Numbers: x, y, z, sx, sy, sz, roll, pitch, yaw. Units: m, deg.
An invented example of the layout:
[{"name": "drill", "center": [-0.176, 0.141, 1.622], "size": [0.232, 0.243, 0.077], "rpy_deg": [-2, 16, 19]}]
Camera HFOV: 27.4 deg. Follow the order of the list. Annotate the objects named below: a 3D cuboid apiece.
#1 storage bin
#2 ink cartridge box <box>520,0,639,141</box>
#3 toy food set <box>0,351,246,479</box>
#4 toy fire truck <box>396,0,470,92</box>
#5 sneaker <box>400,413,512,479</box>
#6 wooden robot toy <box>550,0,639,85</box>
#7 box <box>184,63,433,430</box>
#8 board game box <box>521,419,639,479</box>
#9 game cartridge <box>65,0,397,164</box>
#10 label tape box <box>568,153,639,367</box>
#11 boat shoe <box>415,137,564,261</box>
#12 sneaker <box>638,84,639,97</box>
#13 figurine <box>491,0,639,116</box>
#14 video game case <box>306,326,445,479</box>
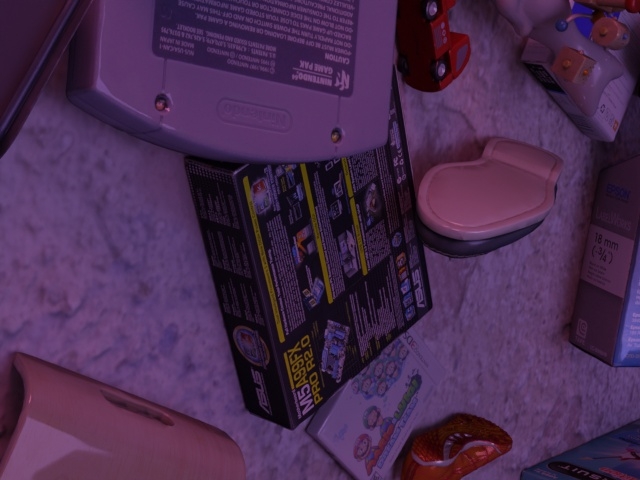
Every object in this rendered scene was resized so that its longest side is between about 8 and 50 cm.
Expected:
[{"name": "storage bin", "center": [-0.220, -0.129, 0.842], "size": [0.091, 0.098, 0.135], "rpy_deg": [33, 77, -23]}, {"name": "ink cartridge box", "center": [0.316, -0.246, 1.477], "size": [0.206, 0.045, 0.208], "rpy_deg": [34, 77, -51]}, {"name": "toy food set", "center": [-0.206, 0.260, 1.014], "size": [0.220, 0.092, 0.306], "rpy_deg": [30, 79, -40]}, {"name": "toy fire truck", "center": [0.118, -0.251, 1.233], "size": [0.135, 0.047, 0.192], "rpy_deg": [-42, 133, -35]}, {"name": "sneaker", "center": [0.148, 0.237, 1.457], "size": [0.175, 0.064, 0.067], "rpy_deg": [-6, 128, -44]}, {"name": "wooden robot toy", "center": [0.284, -0.230, 1.264], "size": [0.079, 0.076, 0.173], "rpy_deg": [6, 101, -54]}, {"name": "box", "center": [0.000, 0.000, 1.174], "size": [0.216, 0.060, 0.270], "rpy_deg": [-38, 130, -35]}, {"name": "board game box", "center": [0.450, 0.332, 1.691], "size": [0.336, 0.254, 0.079], "rpy_deg": [-9, 109, -49]}, {"name": "game cartridge", "center": [-0.059, -0.157, 0.995], "size": [0.294, 0.060, 0.196], "rpy_deg": [7, 83, -44]}, {"name": "label tape box", "center": [0.460, -0.014, 1.618], "size": [0.241, 0.106, 0.333], "rpy_deg": [3, 102, -23]}, {"name": "boat shoe", "center": [0.165, -0.022, 1.285], "size": [0.319, 0.116, 0.099], "rpy_deg": [-35, 145, -64]}, {"name": "sneaker", "center": [0.425, -0.202, 1.538], "size": [0.080, 0.081, 0.211], "rpy_deg": [-67, 167, 2]}, {"name": "figurine", "center": [0.271, -0.260, 1.336], "size": [0.209, 0.092, 0.215], "rpy_deg": [43, 73, -34]}, {"name": "video game case", "center": [0.060, 0.162, 1.341], "size": [0.157, 0.019, 0.143], "rpy_deg": [-58, 139, -18]}]
